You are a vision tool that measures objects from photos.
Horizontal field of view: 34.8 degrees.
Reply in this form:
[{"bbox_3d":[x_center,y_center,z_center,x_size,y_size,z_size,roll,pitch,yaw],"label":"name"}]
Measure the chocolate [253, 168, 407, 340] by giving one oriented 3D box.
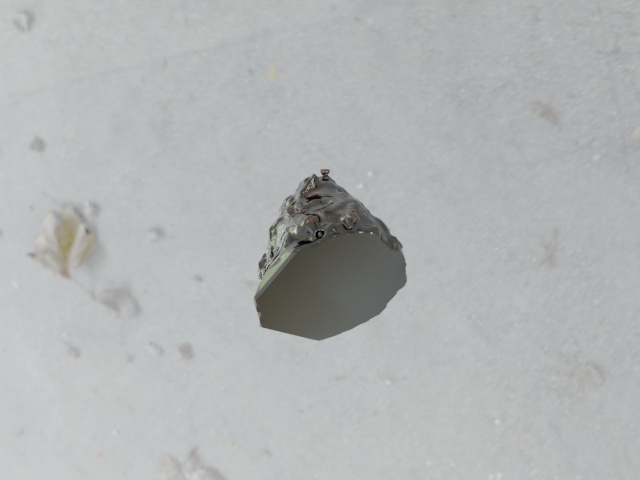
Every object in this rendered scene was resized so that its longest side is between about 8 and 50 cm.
[{"bbox_3d":[0.000,0.000,1.000,0.156,0.156,0.133,-55,37,33],"label":"chocolate"}]
